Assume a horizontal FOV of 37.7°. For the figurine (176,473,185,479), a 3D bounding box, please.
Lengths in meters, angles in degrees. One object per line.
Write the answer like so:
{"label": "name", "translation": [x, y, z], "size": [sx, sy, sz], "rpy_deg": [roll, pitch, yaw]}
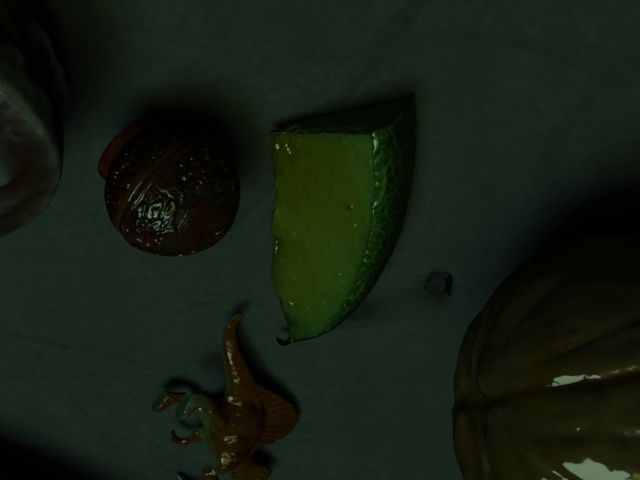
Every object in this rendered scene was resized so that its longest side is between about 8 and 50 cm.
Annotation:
{"label": "figurine", "translation": [-0.091, 0.338, 0.959], "size": [0.184, 0.128, 0.208], "rpy_deg": [-23, 118, 22]}

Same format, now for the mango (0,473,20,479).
{"label": "mango", "translation": [-0.336, 0.338, 0.938], "size": [0.382, 0.225, 0.201], "rpy_deg": [34, 85, -12]}

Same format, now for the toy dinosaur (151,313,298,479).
{"label": "toy dinosaur", "translation": [-0.071, 0.164, 0.859], "size": [0.142, 0.057, 0.212], "rpy_deg": [22, 131, -25]}

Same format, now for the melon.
{"label": "melon", "translation": [0.000, 0.000, 0.719], "size": [0.114, 0.053, 0.261], "rpy_deg": [18, 129, 3]}

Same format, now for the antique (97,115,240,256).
{"label": "antique", "translation": [-0.104, -0.036, 0.670], "size": [0.104, 0.104, 0.104], "rpy_deg": [4, 129, 5]}

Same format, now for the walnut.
{"label": "walnut", "translation": [0.253, 0.127, 0.656], "size": [0.313, 0.252, 0.277], "rpy_deg": [10, 130, -13]}

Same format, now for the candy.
{"label": "candy", "translation": [-0.311, -0.088, 0.621], "size": [0.290, 0.157, 0.214], "rpy_deg": [-3, 143, 2]}
